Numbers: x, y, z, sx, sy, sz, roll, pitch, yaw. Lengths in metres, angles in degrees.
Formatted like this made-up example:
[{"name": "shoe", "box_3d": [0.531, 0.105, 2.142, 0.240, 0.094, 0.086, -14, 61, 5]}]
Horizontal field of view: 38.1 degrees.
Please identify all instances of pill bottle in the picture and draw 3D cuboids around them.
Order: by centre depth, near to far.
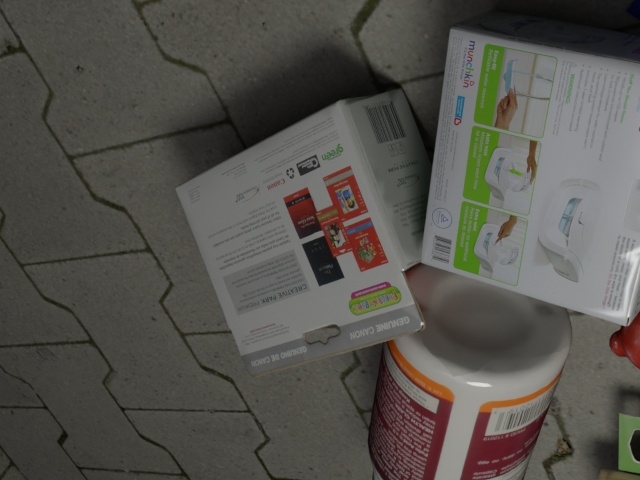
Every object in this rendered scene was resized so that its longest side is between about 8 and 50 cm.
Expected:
[{"name": "pill bottle", "box_3d": [0.180, 0.226, 1.231, 0.224, 0.224, 0.392, 20, 134, 16]}]

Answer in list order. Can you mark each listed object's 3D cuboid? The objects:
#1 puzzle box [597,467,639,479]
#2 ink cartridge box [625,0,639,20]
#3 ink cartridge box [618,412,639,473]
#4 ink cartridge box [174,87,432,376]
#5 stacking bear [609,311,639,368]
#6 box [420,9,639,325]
[{"name": "puzzle box", "box_3d": [0.583, 0.426, 1.215, 0.408, 0.052, 0.272, 6, 143, 34]}, {"name": "ink cartridge box", "box_3d": [0.429, -0.272, 0.767, 0.175, 0.069, 0.371, 34, 139, 2]}, {"name": "ink cartridge box", "box_3d": [0.493, 0.259, 1.183, 0.209, 0.062, 0.109, 7, 129, 26]}, {"name": "ink cartridge box", "box_3d": [0.000, 0.000, 1.147, 0.309, 0.130, 0.272, -21, 90, 42]}, {"name": "stacking bear", "box_3d": [0.475, 0.149, 1.035, 0.289, 0.164, 0.175, 30, 114, 20]}, {"name": "box", "box_3d": [0.240, -0.079, 0.941, 0.231, 0.126, 0.262, 16, 118, 25]}]
